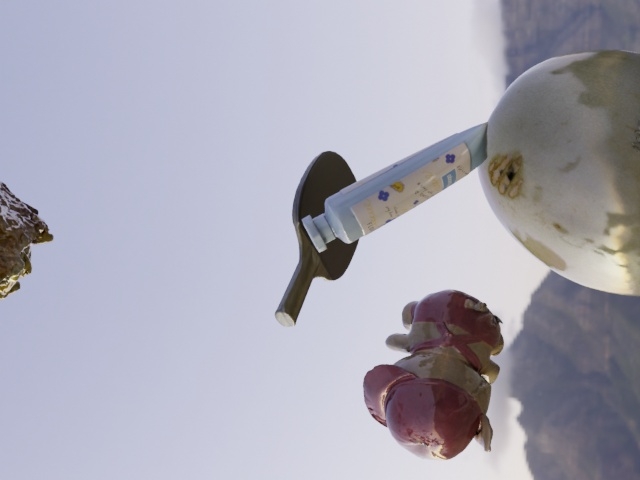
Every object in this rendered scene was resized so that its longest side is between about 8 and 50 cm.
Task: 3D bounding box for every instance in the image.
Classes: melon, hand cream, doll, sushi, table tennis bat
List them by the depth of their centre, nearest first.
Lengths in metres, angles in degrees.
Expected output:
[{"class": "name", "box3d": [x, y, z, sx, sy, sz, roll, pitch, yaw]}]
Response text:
[{"class": "hand cream", "box3d": [0.065, -0.044, 0.762, 0.043, 0.171, 0.065, 59, 177, 23]}, {"class": "melon", "box3d": [0.347, -0.076, 1.040, 0.268, 0.330, 0.268, -54, -14, -20]}, {"class": "table tennis bat", "box3d": [0.000, 0.000, 1.066, 0.138, 0.022, 0.246, 59, -140, -36]}, {"class": "sushi", "box3d": [-0.418, 0.017, 1.124, 0.167, 0.296, 0.179, -41, -66, -11]}, {"class": "doll", "box3d": [0.172, 0.200, 1.340, 0.152, 0.196, 0.256, 54, -135, -39]}]
